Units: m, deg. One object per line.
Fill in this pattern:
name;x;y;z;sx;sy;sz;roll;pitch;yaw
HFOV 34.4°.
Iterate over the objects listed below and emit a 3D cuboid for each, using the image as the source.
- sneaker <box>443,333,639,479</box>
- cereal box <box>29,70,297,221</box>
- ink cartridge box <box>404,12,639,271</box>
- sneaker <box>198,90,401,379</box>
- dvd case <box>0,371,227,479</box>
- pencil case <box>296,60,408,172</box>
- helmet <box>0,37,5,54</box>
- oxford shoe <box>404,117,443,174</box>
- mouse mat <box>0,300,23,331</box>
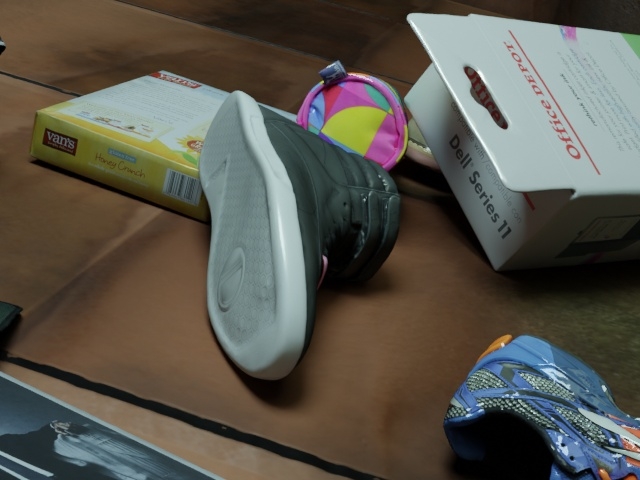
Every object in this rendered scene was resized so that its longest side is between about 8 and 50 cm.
sneaker;0.159;0.132;0.556;0.221;0.083;0.087;24;37;36
cereal box;-0.127;-0.096;0.953;0.173;0.047;0.240;20;22;13
ink cartridge box;0.221;-0.089;0.955;0.353;0.119;0.207;-2;56;-36
sneaker;0.000;0.000;0.730;0.147;0.104;0.296;21;27;-22
dvd case;-0.145;0.101;0.434;0.238;0.029;0.179;22;8;17
pencil case;0.031;-0.107;0.955;0.104;0.104;0.236;16;8;5
helmet;-0.326;-0.137;0.779;0.169;0.161;0.169;12;22;-5
oxford shoe;0.239;-0.153;1.174;0.397;0.146;0.140;-13;36;-42
mouse mat;-0.248;0.037;0.543;0.152;0.007;0.190;12;6;-7
